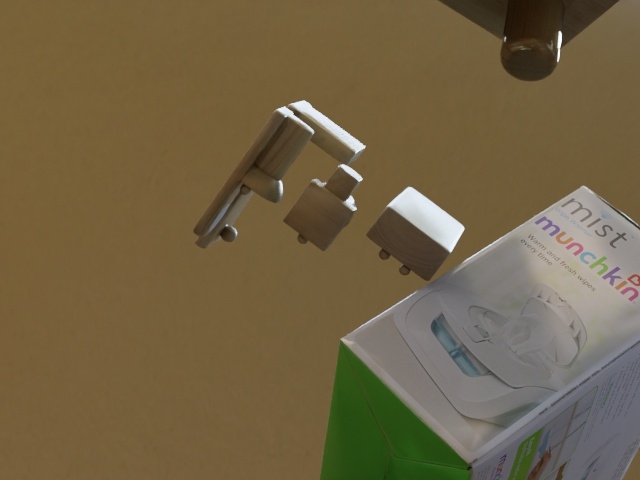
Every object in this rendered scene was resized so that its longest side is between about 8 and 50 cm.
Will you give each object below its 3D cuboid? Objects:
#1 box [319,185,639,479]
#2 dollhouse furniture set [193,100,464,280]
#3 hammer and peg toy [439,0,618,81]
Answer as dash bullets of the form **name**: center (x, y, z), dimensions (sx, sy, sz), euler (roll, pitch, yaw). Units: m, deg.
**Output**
- **box**: center (0.127, 0.130, 0.908), dimensions (0.231, 0.262, 0.127), euler (-32, -121, -28)
- **dollhouse furniture set**: center (0.000, 0.000, 0.898), dimensions (0.151, 0.123, 0.144), euler (37, -166, 4)
- **hammer and peg toy**: center (0.060, -0.256, 0.718), dimensions (0.361, 0.266, 0.127), euler (27, -128, -18)
